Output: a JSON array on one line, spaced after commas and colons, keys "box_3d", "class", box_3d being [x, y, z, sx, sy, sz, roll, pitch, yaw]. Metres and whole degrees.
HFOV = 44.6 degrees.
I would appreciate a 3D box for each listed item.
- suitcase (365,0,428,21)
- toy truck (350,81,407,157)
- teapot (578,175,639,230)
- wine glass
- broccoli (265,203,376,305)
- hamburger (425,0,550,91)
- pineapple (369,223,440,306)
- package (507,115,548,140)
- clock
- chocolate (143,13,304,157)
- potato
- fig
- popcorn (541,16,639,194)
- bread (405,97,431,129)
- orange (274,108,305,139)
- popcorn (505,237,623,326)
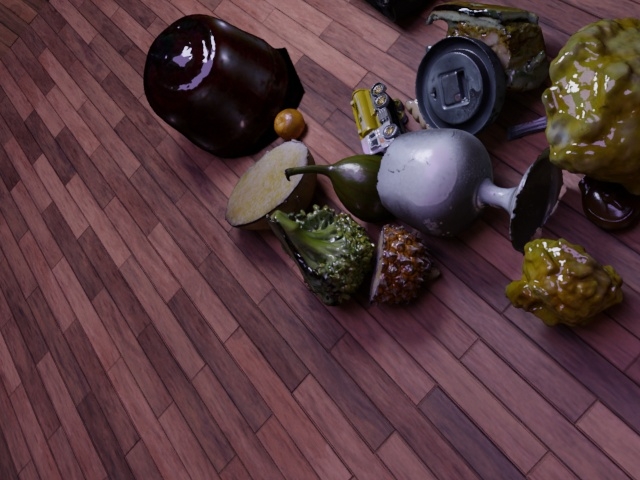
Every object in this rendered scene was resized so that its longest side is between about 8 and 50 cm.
[{"box_3d": [0.128, -0.760, 2.007, 0.194, 0.283, 0.434, -32, 48, -5], "class": "suitcase"}, {"box_3d": [0.142, -0.273, 1.850, 0.114, 0.098, 0.227, -31, 49, 24], "class": "toy truck"}, {"box_3d": [0.540, -0.077, 1.464, 0.098, 0.078, 0.129, -42, 49, 9], "class": "teapot"}, {"box_3d": [0.290, -0.111, 1.571, 0.323, 0.238, 0.238, 19, 78, 32], "class": "wine glass"}, {"box_3d": [0.016, 0.000, 1.701, 0.180, 0.273, 0.242, -35, 30, -9], "class": "broccoli"}, {"box_3d": [0.377, -0.422, 1.689, 0.288, 0.192, 0.167, 30, 121, 48], "class": "hamburger"}, {"box_3d": [0.184, 0.057, 1.632, 0.137, 0.161, 0.176, 10, 64, 0], "class": "pineapple"}, {"box_3d": [0.449, -0.242, 1.662, 0.110, 0.015, 0.037, -14, 58, 28], "class": "package"}, {"box_3d": [0.293, -0.321, 1.641, 0.215, 0.042, 0.215, 17, 113, 45], "class": "clock"}, {"box_3d": [-0.294, -0.448, 2.108, 0.384, 0.331, 0.383, -19, 54, 28], "class": "chocolate"}, {"box_3d": [-0.101, -0.122, 1.933, 0.299, 0.116, 0.239, -24, 47, 37], "class": "potato"}, {"box_3d": [0.054, -0.140, 1.750, 0.259, 0.151, 0.151, 20, 76, 1], "class": "fig"}, {"box_3d": [0.564, -0.251, 1.397, 0.292, 0.293, 0.334, -7, 63, 32], "class": "popcorn"}, {"box_3d": [0.271, -0.298, 1.771, 0.119, 0.084, 0.177, -40, 58, 16], "class": "bread"}, {"box_3d": [-0.081, -0.305, 2.044, 0.083, 0.070, 0.083, -10, 75, 40], "class": "orange"}, {"box_3d": [0.435, 0.081, 1.394, 0.197, 0.197, 0.155, 25, 97, 42], "class": "popcorn"}]
